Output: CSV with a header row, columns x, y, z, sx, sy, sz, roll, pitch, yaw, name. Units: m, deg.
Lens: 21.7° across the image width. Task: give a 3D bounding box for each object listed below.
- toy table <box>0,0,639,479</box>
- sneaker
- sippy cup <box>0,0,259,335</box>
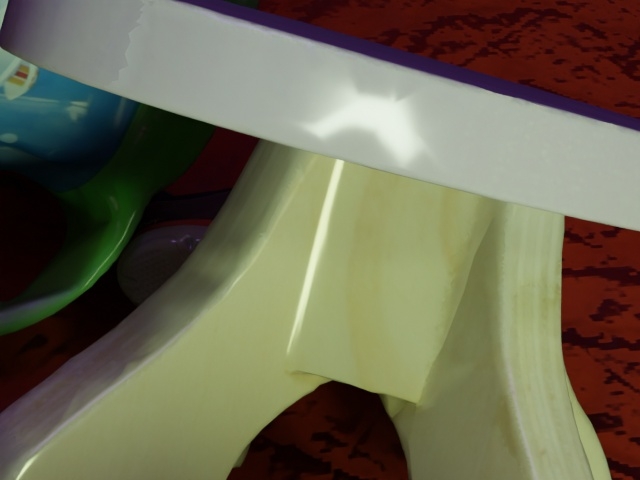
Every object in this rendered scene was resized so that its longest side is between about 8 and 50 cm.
x,y,z,sx,sy,sz,roll,pitch,yaw,name
0.015,0.021,0.522,0.274,0.160,0.252,11,10,-28,toy table
0.000,0.000,0.670,0.158,0.061,0.065,7,39,-5,sneaker
-0.167,-0.131,0.611,0.224,0.240,0.305,0,53,-29,sippy cup
